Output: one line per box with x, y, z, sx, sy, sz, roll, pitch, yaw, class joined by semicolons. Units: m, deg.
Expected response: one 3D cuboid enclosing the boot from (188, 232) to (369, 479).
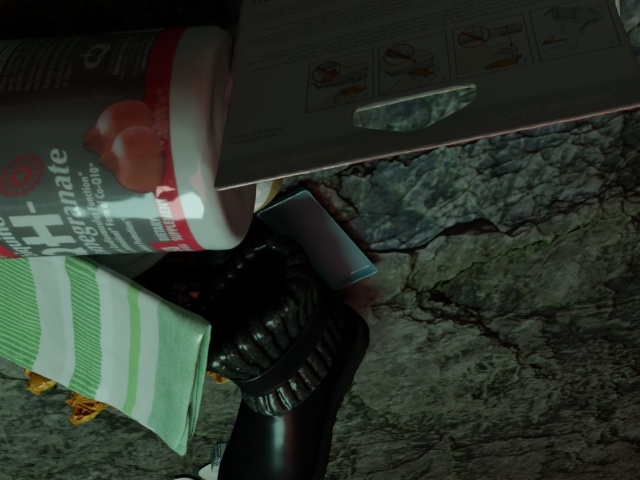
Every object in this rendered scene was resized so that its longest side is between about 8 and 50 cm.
-0.073;0.184;0.860;0.131;0.347;0.260;13;164;25;boot

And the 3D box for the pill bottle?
-0.222;-0.074;0.598;0.319;0.176;0.176;-2;142;7;pill bottle

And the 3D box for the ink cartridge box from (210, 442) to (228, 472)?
-0.133;0.382;1.305;0.115;0.029;0.062;3;138;-17;ink cartridge box

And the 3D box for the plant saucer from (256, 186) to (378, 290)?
0.000;0.000;0.887;0.067;0.018;0.192;-25;140;16;plant saucer

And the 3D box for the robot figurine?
-0.214;0.147;0.956;0.291;0.085;0.211;-17;142;6;robot figurine

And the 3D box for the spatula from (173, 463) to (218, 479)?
-0.218;0.494;1.433;0.168;0.019;0.242;-27;140;10;spatula

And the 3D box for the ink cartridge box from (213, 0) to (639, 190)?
0.070;-0.133;0.531;0.275;0.238;0.060;-10;142;16;ink cartridge box

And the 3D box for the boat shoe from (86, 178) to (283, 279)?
-0.174;-0.039;0.742;0.277;0.098;0.096;-28;129;16;boat shoe

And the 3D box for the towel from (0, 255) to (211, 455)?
-0.270;0.091;0.778;0.325;0.038;0.247;26;137;10;towel
